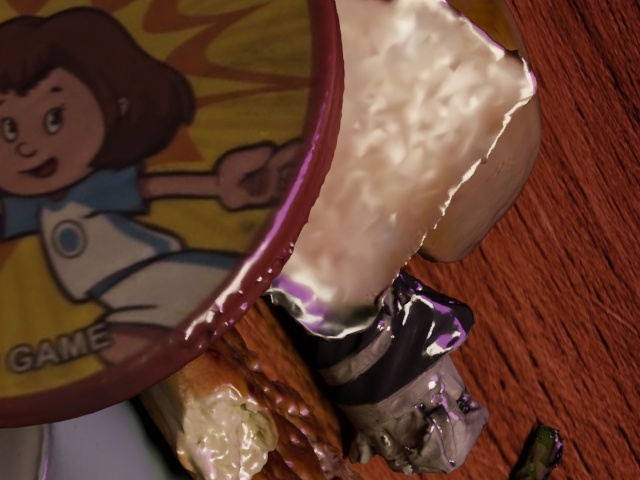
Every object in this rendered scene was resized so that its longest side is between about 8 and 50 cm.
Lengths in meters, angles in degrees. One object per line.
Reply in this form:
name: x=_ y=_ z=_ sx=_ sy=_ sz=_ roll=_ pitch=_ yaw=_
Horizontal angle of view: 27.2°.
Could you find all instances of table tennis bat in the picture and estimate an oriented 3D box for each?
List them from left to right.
table tennis bat: x=-0.142 y=-0.115 z=0.560 sx=0.051 sy=0.268 sz=0.414 roll=69 pitch=1 yaw=-64

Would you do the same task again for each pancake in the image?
pancake: x=-0.040 y=0.056 z=0.662 sx=0.244 sy=0.057 sz=0.266 roll=44 pitch=11 yaw=-25

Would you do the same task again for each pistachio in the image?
pistachio: x=0.078 y=-0.080 z=0.922 sx=0.260 sy=0.163 sz=0.212 roll=56 pitch=42 yaw=-48

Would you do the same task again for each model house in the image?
model house: x=-0.025 y=-0.074 z=0.676 sx=0.183 sy=0.172 sz=0.166 roll=36 pitch=92 yaw=-16

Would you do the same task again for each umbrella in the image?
umbrella: x=0.005 y=-0.001 z=0.836 sx=0.106 sy=0.113 sz=0.357 roll=-45 pitch=119 yaw=-29

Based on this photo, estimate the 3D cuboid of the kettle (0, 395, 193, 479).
kettle: x=-0.122 y=0.119 z=0.620 sx=0.243 sy=0.160 sz=0.210 roll=39 pitch=23 yaw=-53

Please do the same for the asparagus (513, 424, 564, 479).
asparagus: x=0.168 y=0.209 z=1.093 sx=0.165 sy=0.030 sz=0.036 roll=-45 pitch=143 yaw=-52
